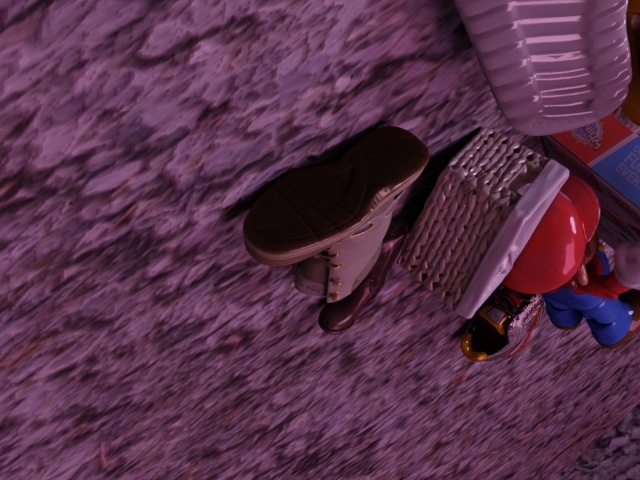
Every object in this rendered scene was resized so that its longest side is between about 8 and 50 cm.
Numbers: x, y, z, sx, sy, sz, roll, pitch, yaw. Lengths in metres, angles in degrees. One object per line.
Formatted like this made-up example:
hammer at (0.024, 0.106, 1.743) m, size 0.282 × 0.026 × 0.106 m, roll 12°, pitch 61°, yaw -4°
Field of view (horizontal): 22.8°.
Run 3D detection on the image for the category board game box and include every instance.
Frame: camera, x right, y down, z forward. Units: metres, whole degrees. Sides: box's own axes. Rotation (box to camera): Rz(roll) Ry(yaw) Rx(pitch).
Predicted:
board game box at (0.381, -0.035, 1.879) m, size 0.064 × 0.242 × 0.316 m, roll -47°, pitch 160°, yaw -2°

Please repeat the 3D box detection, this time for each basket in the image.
basket at (0.166, -0.022, 1.659) m, size 0.113 × 0.103 × 0.167 m, roll -44°, pitch 165°, yaw -45°

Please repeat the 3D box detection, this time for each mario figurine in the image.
mario figurine at (0.305, 0.006, 1.847) m, size 0.198 × 0.170 × 0.320 m, roll -13°, pitch 154°, yaw 17°

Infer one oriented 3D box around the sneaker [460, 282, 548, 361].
sneaker at (0.264, 0.084, 2.096) m, size 0.092 × 0.088 × 0.225 m, roll -18°, pitch 146°, yaw -50°

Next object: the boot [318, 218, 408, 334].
boot at (0.047, 0.035, 1.649) m, size 0.106 × 0.037 × 0.114 m, roll -45°, pitch 168°, yaw -44°

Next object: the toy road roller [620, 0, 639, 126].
toy road roller at (0.316, -0.259, 1.469) m, size 0.202 × 0.240 × 0.329 m, roll -33°, pitch 119°, yaw -31°

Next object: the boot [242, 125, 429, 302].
boot at (0.000, 0.000, 1.441) m, size 0.213 × 0.077 × 0.165 m, roll -33°, pitch 158°, yaw -38°

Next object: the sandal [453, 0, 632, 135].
sandal at (0.178, -0.231, 1.313) m, size 0.169 × 0.102 × 0.416 m, roll -14°, pitch 148°, yaw -2°
